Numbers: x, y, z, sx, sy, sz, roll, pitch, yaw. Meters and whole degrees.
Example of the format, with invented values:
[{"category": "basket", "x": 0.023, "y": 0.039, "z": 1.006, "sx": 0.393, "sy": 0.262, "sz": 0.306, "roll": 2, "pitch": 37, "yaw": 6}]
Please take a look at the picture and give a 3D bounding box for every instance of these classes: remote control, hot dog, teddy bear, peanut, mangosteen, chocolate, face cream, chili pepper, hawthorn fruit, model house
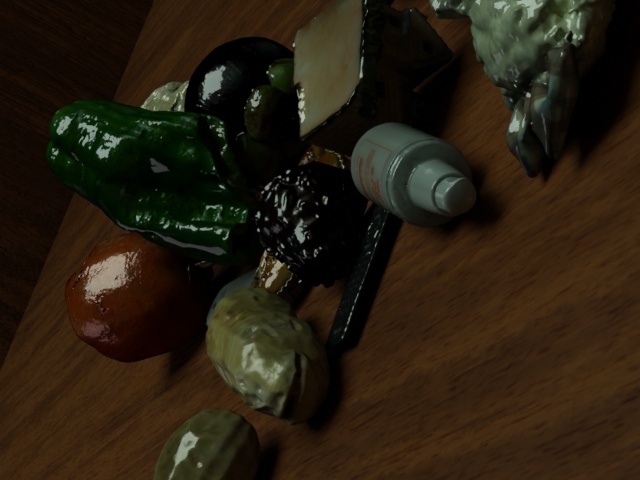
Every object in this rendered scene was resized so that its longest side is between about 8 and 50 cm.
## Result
[{"category": "remote control", "x": -0.111, "y": 0.081, "z": 2.036, "sx": 0.245, "sy": 0.022, "sz": 0.077, "roll": -30, "pitch": 34, "yaw": 60}, {"category": "hot dog", "x": -0.027, "y": -0.016, "z": 1.871, "sx": 0.252, "sy": 0.069, "sz": 0.131, "roll": -67, "pitch": 19, "yaw": -10}, {"category": "teddy bear", "x": 0.165, "y": -0.311, "z": 1.396, "sx": 0.362, "sy": 0.375, "sz": 0.327, "roll": -54, "pitch": 1, "yaw": -23}, {"category": "remote control", "x": 0.060, "y": 0.019, "z": 1.654, "sx": 0.063, "sy": 0.025, "sz": 0.245, "roll": -25, "pitch": 41, "yaw": 64}, {"category": "peanut", "x": -0.164, "y": 0.343, "z": 1.649, "sx": 0.136, "sy": 0.120, "sz": 0.298, "roll": 89, "pitch": -157, "yaw": -77}, {"category": "mangosteen", "x": -0.101, "y": -0.202, "z": 2.147, "sx": 0.243, "sy": 0.243, "sz": 0.243, "roll": -52, "pitch": 20, "yaw": 28}, {"category": "chocolate", "x": 0.000, "y": 0.000, "z": 1.704, "sx": 0.156, "sy": 0.156, "sz": 0.133, "roll": -53, "pitch": 39, "yaw": 26}, {"category": "peanut", "x": -0.066, "y": 0.137, "z": 1.666, "sx": 0.130, "sy": 0.130, "sz": 0.290, "roll": -61, "pitch": 18, "yaw": 2}, {"category": "face cream", "x": 0.112, "y": -0.066, "z": 1.515, "sx": 0.101, "sy": 0.101, "sz": 0.252, "roll": -61, "pitch": 18, "yaw": 4}, {"category": "chili pepper", "x": -0.254, "y": -0.091, "z": 2.081, "sx": 0.167, "sy": 0.385, "sz": 0.213, "roll": -41, "pitch": -36, "yaw": -41}, {"category": "hawthorn fruit", "x": -0.258, "y": 0.072, "z": 2.186, "sx": 0.299, "sy": 0.211, "sz": 0.211, "roll": -27, "pitch": 35, "yaw": 30}, {"category": "model house", "x": 0.074, "y": -0.193, "z": 1.720, "sx": 0.166, "sy": 0.172, "sz": 0.183, "roll": -30, "pitch": 48, "yaw": 49}]

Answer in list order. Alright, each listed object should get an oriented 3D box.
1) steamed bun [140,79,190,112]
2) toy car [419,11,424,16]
[{"category": "steamed bun", "x": -0.237, "y": -0.119, "z": 2.385, "sx": 0.275, "sy": 0.206, "sz": 0.320, "roll": -22, "pitch": 35, "yaw": 38}, {"category": "toy car", "x": 0.115, "y": -0.281, "z": 1.939, "sx": 0.093, "sy": 0.025, "sz": 0.041, "roll": -62, "pitch": 16, "yaw": -10}]
